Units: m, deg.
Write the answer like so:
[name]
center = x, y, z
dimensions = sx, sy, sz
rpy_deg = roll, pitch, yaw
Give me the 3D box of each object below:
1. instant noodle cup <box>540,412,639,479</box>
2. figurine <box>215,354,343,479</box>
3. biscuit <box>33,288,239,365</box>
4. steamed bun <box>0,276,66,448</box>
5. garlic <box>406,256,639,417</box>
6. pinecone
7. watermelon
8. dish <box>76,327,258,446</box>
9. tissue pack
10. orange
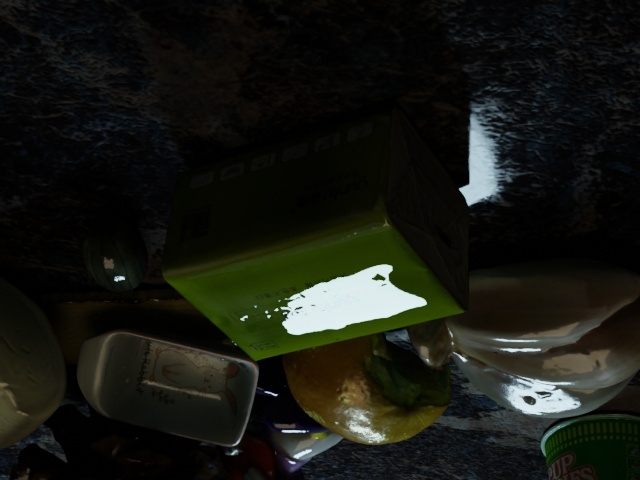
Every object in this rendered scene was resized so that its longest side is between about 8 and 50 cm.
[instant noodle cup]
center = 0.425, 0.395, 1.892
dimensions = 0.207, 0.233, 0.207
rpy_deg = 3, 145, 2
[figurine]
center = -0.052, 0.303, 1.909
dimensions = 0.193, 0.154, 0.421
rpy_deg = -19, 148, -31
[biscuit]
center = -0.240, 0.115, 1.755
dimensions = 0.254, 0.029, 0.172
rpy_deg = -1, 145, 10
[steamed bun]
center = -0.435, 0.137, 1.688
dimensions = 0.250, 0.155, 0.200
rpy_deg = 41, 138, -3
[garlic]
center = 0.277, 0.125, 1.618
dimensions = 0.325, 0.132, 0.279
rpy_deg = 3, 154, 12
[pinecone]
center = -0.277, 0.363, 1.839
dimensions = 0.384, 0.384, 0.384
rpy_deg = 4, 146, 2
[watermelon]
center = -0.244, 0.020, 1.573
dimensions = 0.078, 0.078, 0.111
rpy_deg = -2, 150, 11
[dish]
center = -0.201, 0.174, 1.725
dimensions = 0.234, 0.064, 0.154
rpy_deg = 13, 123, -4
[tissue pack]
center = 0.000, 0.000, 1.432
dimensions = 0.274, 0.167, 0.200
rpy_deg = -14, 141, 27
[orange]
center = 0.050, 0.168, 1.645
dimensions = 0.158, 0.179, 0.237
rpy_deg = -51, 134, 1
